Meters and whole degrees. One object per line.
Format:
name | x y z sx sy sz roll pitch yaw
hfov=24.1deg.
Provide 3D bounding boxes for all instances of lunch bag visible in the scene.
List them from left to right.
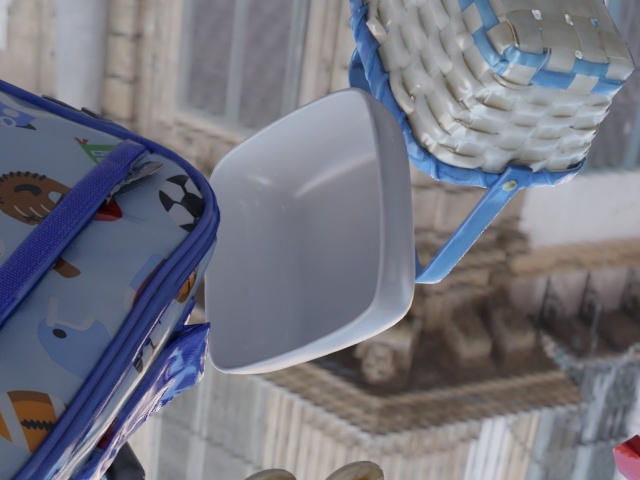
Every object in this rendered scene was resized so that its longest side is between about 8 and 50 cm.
lunch bag | -0.173 0.023 0.608 0.243 0.115 0.303 23 -148 4

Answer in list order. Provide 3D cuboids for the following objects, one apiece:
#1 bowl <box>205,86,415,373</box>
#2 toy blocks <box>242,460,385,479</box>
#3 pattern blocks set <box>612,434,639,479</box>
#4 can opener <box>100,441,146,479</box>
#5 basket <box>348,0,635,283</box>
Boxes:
bowl | 0.000 0.000 0.823 0.053 0.142 0.142 18 -120 -39
toy blocks | 0.022 0.206 0.922 0.123 0.054 0.148 0 -145 -34
pattern blocks set | 0.378 0.248 1.180 0.026 0.285 0.325 -26 -110 -26
can opener | -0.224 0.170 1.281 0.076 0.095 0.283 10 -165 -27
basket | 0.122 -0.132 1.280 0.201 0.289 0.255 5 -123 -33
